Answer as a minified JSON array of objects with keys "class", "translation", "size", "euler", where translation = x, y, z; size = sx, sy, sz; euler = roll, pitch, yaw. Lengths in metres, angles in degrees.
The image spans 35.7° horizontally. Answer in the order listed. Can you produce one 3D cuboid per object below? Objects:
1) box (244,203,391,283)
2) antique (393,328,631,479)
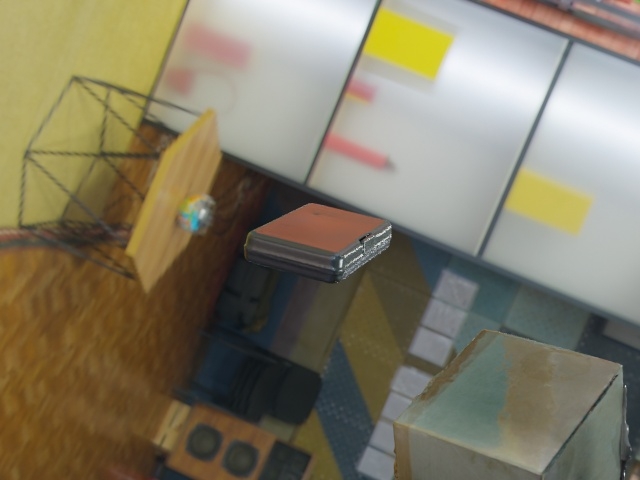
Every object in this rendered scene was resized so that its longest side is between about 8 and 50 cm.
[{"class":"box","translation":[0.000,0.000,1.495],"size":[0.230,0.160,0.050],"euler":[-29,130,-63]},{"class":"antique","translation":[0.141,0.173,0.760],"size":[0.146,0.147,0.152],"euler":[-36,129,-44]}]
